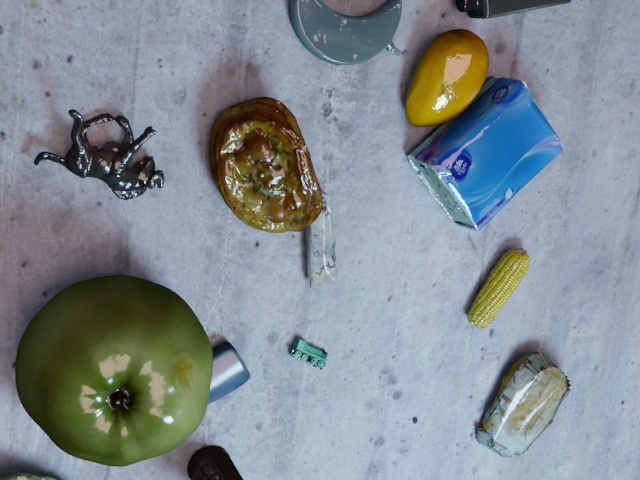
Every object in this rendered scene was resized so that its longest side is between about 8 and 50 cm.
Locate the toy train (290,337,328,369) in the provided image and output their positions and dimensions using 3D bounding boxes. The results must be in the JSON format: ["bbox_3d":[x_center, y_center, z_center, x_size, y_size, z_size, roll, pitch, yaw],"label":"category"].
[{"bbox_3d":[-0.023,0.238,1.960,0.092,0.029,0.045,26,77,-29],"label":"toy train"}]

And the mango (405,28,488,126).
[{"bbox_3d":[0.251,-0.323,1.887,0.144,0.112,0.219,29,103,-26],"label":"mango"}]

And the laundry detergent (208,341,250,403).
[{"bbox_3d":[-0.246,0.292,1.865,0.206,0.061,0.097,-33,118,-11],"label":"laundry detergent"}]

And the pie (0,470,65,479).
[{"bbox_3d":[-0.594,0.619,1.746,0.395,0.180,0.418,-27,105,-13],"label":"pie"}]

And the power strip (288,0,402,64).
[{"bbox_3d":[0.053,-0.422,1.806,0.253,0.054,0.168,12,101,-24],"label":"power strip"}]

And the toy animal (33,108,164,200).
[{"bbox_3d":[-0.387,-0.152,1.680,0.232,0.084,0.148,10,101,-28],"label":"toy animal"}]

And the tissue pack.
[{"bbox_3d":[0.343,-0.180,1.935,0.263,0.146,0.198,-42,114,-7],"label":"tissue pack"}]

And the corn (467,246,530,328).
[{"bbox_3d":[0.397,0.105,2.075,0.067,0.067,0.206,33,90,-26],"label":"corn"}]

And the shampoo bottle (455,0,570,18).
[{"bbox_3d":[0.391,-0.506,1.907,0.246,0.080,0.079,-14,108,-18],"label":"shampoo bottle"}]

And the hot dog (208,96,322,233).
[{"bbox_3d":[-0.100,-0.129,1.772,0.196,0.122,0.272,-11,111,17],"label":"hot dog"}]

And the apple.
[{"bbox_3d":[-0.359,0.228,1.654,0.357,0.357,0.358,-6,106,-21],"label":"apple"}]

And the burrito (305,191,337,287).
[{"bbox_3d":[0.001,0.000,1.891,0.064,0.064,0.203,-9,108,-20],"label":"burrito"}]

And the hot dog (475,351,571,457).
[{"bbox_3d":[0.471,0.386,2.173,0.162,0.082,0.271,28,100,-17],"label":"hot dog"}]

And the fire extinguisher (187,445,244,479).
[{"bbox_3d":[-0.185,0.506,1.828,0.104,0.269,0.105,-6,106,-21],"label":"fire extinguisher"}]
